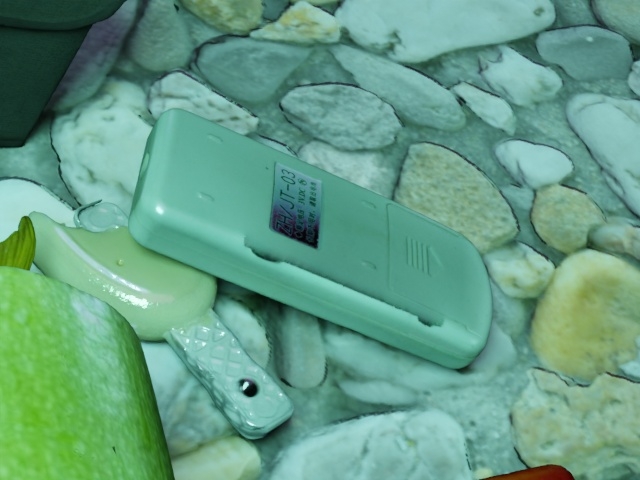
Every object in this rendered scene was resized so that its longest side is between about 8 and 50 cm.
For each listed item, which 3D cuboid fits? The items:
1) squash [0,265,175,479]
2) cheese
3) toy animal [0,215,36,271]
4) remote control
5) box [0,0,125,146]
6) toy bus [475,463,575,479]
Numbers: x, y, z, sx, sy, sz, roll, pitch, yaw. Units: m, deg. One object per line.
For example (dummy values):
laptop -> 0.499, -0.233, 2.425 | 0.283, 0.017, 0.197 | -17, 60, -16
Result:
squash -> -0.177, 0.231, 0.589 | 0.263, 0.263, 0.384 | 0, 52, -21
cheese -> -0.108, 0.051, 0.904 | 0.127, 0.050, 0.235 | -23, 60, -38
toy animal -> -0.269, 0.073, 0.805 | 0.095, 0.155, 0.219 | 9, 33, 40
remote control -> 0.000, 0.000, 0.955 | 0.296, 0.056, 0.140 | 23, 39, -17
box -> -0.351, -0.230, 0.889 | 0.345, 0.204, 0.251 | 0, 55, -38
toy bus -> 0.150, 0.271, 0.773 | 0.121, 0.120, 0.265 | -5, 56, -28
